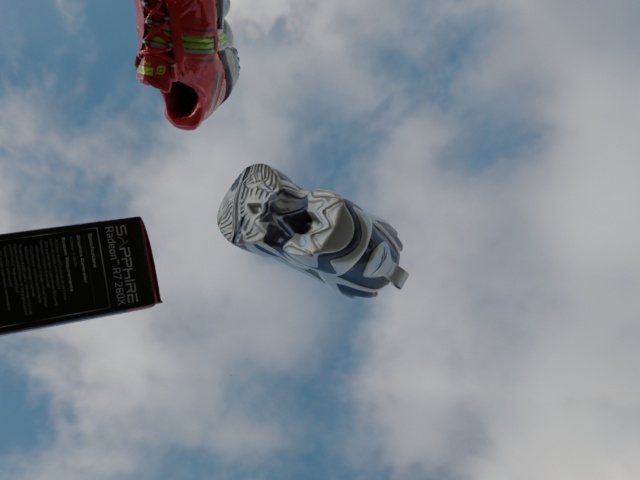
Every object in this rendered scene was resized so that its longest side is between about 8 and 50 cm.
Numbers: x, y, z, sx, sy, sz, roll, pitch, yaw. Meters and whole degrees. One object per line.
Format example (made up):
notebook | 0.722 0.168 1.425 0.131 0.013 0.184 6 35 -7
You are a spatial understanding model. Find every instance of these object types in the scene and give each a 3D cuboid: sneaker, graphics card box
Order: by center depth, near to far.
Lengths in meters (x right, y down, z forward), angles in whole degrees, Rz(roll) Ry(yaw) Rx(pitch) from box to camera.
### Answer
graphics card box | -0.361 0.053 0.722 0.371 0.233 0.094 -10 -89 -25
sneaker | 0.000 0.000 0.796 0.153 0.235 0.094 35 -104 -35
sneaker | -0.157 -0.219 0.826 0.107 0.279 0.118 19 -116 20
